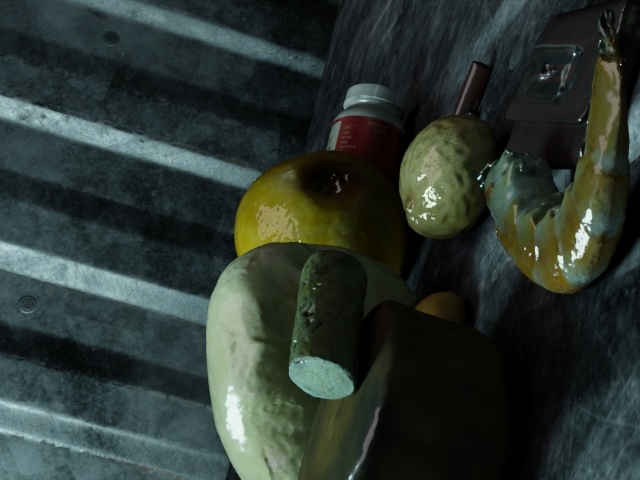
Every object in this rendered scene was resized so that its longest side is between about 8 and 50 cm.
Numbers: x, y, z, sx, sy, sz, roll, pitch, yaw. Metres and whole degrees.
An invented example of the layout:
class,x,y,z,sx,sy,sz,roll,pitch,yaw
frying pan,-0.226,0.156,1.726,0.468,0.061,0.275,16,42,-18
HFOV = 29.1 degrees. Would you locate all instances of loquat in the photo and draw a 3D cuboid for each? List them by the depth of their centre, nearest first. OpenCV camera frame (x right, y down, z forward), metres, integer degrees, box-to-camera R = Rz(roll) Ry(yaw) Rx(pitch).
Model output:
class,x,y,z,sx,sy,sz,roll,pitch,yaw
loquat,0.000,0.000,1.871,0.275,0.275,0.274,-164,90,-81

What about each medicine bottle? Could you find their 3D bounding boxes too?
class,x,y,z,sx,sy,sz,roll,pitch,yaw
medicine bottle,0.071,-0.132,2.091,0.131,0.131,0.250,128,156,-68

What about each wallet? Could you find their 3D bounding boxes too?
class,x,y,z,sx,sy,sz,roll,pitch,yaw
wallet,0.255,-0.156,1.258,0.229,0.049,0.182,-157,85,-79

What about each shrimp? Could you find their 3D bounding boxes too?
class,x,y,z,sx,sy,sz,roll,pitch,yaw
shrimp,0.218,-0.049,1.113,0.287,0.068,0.185,105,156,-62

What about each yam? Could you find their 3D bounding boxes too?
class,x,y,z,sx,sy,sz,roll,pitch,yaw
yam,0.009,0.087,1.273,0.179,0.078,0.078,-83,13,-51

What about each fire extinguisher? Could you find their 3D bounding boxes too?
class,x,y,z,sx,sy,sz,roll,pitch,yaw
fire extinguisher,0.196,-0.160,1.704,0.049,0.035,0.173,34,113,40

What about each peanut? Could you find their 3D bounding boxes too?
class,x,y,z,sx,sy,sz,roll,pitch,yaw
peanut,0.156,-0.079,1.529,0.140,0.109,0.159,-173,101,-82

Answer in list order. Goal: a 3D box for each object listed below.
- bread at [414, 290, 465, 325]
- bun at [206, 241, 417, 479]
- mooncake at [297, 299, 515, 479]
class,x,y,z,sx,sy,sz,roll,pitch,yaw
bread,0.123,0.144,1.461,0.114,0.077,0.189,138,150,-66
bun,0.009,0.162,1.559,0.213,0.361,0.361,-15,51,37
mooncake,0.088,0.212,1.261,0.290,0.161,0.290,-162,90,-81
